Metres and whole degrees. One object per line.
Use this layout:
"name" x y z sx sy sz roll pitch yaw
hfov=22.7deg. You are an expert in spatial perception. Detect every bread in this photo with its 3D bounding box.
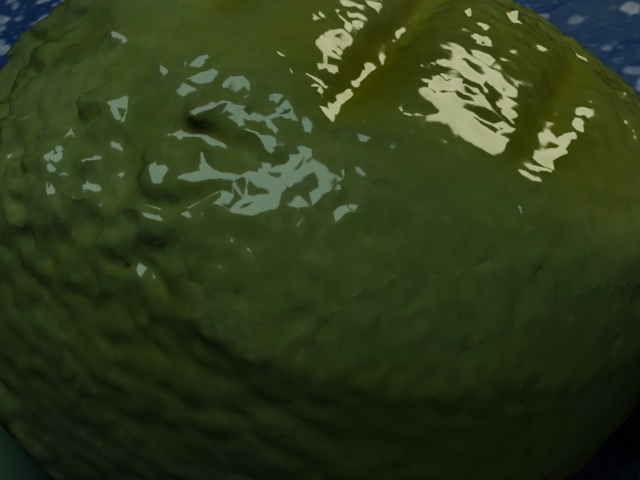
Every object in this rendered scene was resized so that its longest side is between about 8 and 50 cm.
"bread" 0.006 -0.008 0.695 0.237 0.320 0.320 -50 25 30

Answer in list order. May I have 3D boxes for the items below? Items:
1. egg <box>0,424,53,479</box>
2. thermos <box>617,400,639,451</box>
"egg" -0.173 0.090 0.772 0.168 0.168 0.231 -25 42 -10
"thermos" 0.184 0.033 0.773 0.137 0.105 0.193 -48 33 11
